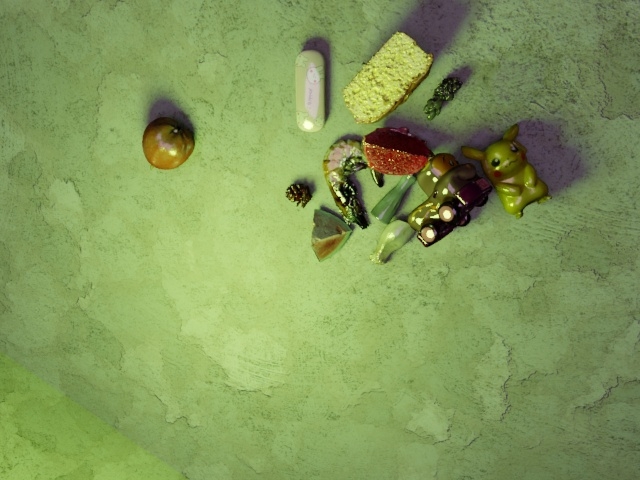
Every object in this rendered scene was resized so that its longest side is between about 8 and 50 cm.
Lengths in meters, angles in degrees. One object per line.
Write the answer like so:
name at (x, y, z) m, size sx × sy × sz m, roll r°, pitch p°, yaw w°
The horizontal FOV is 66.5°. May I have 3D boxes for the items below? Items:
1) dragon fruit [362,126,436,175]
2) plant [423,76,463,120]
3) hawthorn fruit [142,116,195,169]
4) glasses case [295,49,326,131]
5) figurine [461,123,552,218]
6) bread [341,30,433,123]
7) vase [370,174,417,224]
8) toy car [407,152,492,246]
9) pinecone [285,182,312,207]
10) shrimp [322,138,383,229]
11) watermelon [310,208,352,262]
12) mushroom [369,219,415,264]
dragon fruit at (0.285, -0.336, 1.835) m, size 0.274 × 0.161 × 0.126 m, roll 11°, pitch 139°, yaw -1°
plant at (0.435, -0.515, 1.761) m, size 0.174 × 0.087 × 0.085 m, roll -52°, pitch 57°, yaw 24°
hawthorn fruit at (-0.631, -0.371, 1.979) m, size 0.199 × 0.199 × 0.251 m, roll 42°, pitch 123°, yaw -4°
glasses case at (-0.036, -0.561, 1.842) m, size 0.113 × 0.075 × 0.297 m, roll 2°, pitch 109°, yaw 9°
figurine at (0.685, -0.250, 1.750) m, size 0.218 × 0.169 × 0.327 m, roll -33°, pitch 101°, yaw 3°
bread at (0.237, -0.565, 1.732) m, size 0.194 × 0.179 × 0.340 m, roll 46°, pitch 113°, yaw -3°
vase at (0.289, -0.169, 1.898) m, size 0.086 × 0.086 × 0.214 m, roll 35°, pitch 104°, yaw -1°
toy car at (0.441, -0.151, 1.784) m, size 0.240 × 0.271 × 0.341 m, roll 50°, pitch 133°, yaw 17°
pinecone at (-0.088, -0.184, 1.972) m, size 0.109 × 0.102 × 0.102 m, roll 24°, pitch 114°, yaw 33°
shrimp at (0.148, -0.224, 1.924) m, size 0.233 × 0.071 × 0.365 m, roll -23°, pitch 103°, yaw 10°
watermelon at (-0.002, -0.009, 1.982) m, size 0.136 × 0.202 × 0.207 m, roll 39°, pitch 114°, yaw 40°
mushroom at (0.280, 0.009, 1.954) m, size 0.116 × 0.093 × 0.225 m, roll 33°, pitch 107°, yaw -23°
